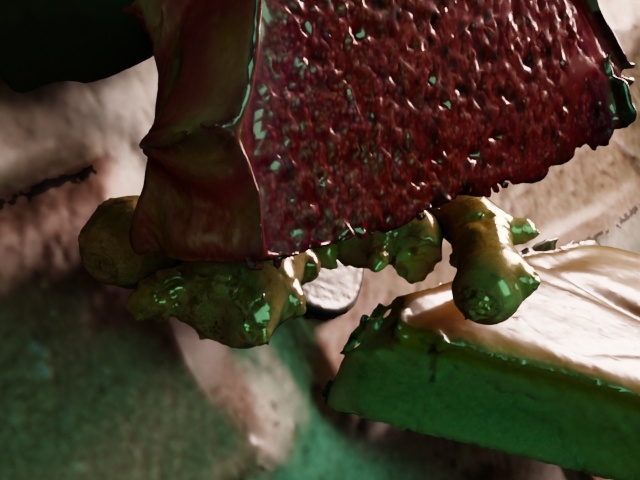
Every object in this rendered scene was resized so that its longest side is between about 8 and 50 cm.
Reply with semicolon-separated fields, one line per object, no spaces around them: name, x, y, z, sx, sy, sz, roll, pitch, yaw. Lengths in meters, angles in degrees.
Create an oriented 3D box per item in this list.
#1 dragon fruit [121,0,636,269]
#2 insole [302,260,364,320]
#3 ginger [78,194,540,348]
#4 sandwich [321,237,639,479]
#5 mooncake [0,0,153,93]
dragon fruit;0.006;-0.090;0.746;0.274;0.126;0.161;-21;106;-48
insole;-0.021;-0.106;0.934;0.110;0.012;0.309;20;55;-39
ginger;0.000;0.000;0.836;0.193;0.052;0.176;18;27;-1
sandwich;0.159;0.073;0.887;0.245;0.212;0.063;-14;124;-51
mooncake;-0.086;-0.135;0.805;0.175;0.104;0.168;14;58;-47
